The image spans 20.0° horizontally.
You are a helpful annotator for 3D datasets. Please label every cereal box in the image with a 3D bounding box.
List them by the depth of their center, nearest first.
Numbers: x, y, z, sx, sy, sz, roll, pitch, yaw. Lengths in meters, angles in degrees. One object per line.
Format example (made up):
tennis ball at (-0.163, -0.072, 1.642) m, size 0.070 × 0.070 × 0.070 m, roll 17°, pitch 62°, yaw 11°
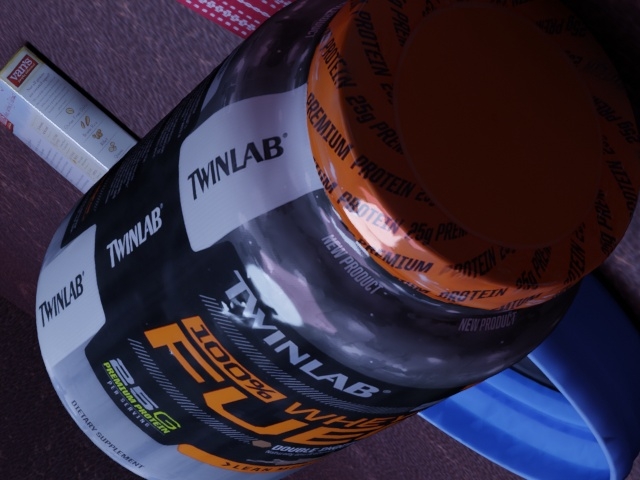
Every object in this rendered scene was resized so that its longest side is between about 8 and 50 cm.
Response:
cereal box at (-0.211, -0.077, 1.725) m, size 0.240 × 0.047 × 0.173 m, roll 41°, pitch 166°, yaw -7°

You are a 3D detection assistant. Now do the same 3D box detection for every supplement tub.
supplement tub at (0.000, 0.000, 0.941) m, size 0.207 × 0.207 × 0.338 m, roll 41°, pitch 146°, yaw -9°

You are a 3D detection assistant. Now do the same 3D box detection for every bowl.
bowl at (0.067, 0.030, 1.271) m, size 0.391 × 0.077 × 0.391 m, roll 37°, pitch 166°, yaw 11°

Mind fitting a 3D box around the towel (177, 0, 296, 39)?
towel at (-0.055, -0.177, 0.917) m, size 0.199 × 0.031 × 0.275 m, roll 29°, pitch 165°, yaw -11°
